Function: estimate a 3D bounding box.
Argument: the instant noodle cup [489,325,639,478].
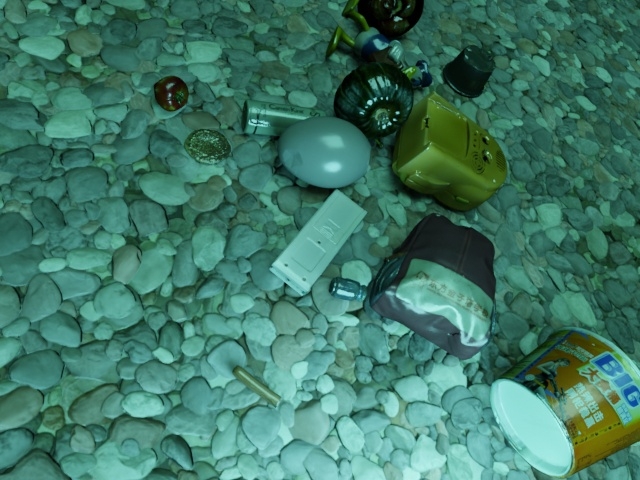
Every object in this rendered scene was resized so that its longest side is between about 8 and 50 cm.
[{"bbox_3d":[0.530,0.359,1.093,0.213,0.296,0.297,-21,73,-20],"label":"instant noodle cup"}]

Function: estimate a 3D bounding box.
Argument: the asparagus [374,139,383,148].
[{"bbox_3d":[0.136,-0.311,1.441,0.015,0.018,0.127,-42,82,-6],"label":"asparagus"}]

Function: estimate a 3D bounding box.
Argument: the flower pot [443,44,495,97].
[{"bbox_3d":[0.500,-0.565,1.657,0.157,0.107,0.158,9,63,-17],"label":"flower pot"}]

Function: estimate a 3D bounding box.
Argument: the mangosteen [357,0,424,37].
[{"bbox_3d":[0.221,-0.738,1.568,0.211,0.211,0.250,21,25,-9],"label":"mangosteen"}]

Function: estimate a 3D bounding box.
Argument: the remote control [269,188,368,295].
[{"bbox_3d":[0.000,0.000,1.207,0.103,0.055,0.277,38,59,2],"label":"remote control"}]

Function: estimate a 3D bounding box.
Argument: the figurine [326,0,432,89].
[{"bbox_3d":[0.211,-0.548,1.498,0.338,0.205,0.284,20,32,-24],"label":"figurine"}]

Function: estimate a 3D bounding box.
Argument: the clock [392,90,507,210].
[{"bbox_3d":[0.368,-0.224,1.392,0.316,0.200,0.244,23,61,-17],"label":"clock"}]

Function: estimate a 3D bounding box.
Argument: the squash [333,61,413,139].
[{"bbox_3d":[0.142,-0.370,1.344,0.218,0.218,0.173,-9,74,-24],"label":"squash"}]

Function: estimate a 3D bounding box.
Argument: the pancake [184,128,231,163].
[{"bbox_3d":[-0.280,-0.236,1.251,0.114,0.011,0.115,9,61,-16],"label":"pancake"}]

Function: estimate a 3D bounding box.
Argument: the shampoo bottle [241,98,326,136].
[{"bbox_3d":[-0.072,-0.313,1.326,0.262,0.085,0.085,2,63,-20],"label":"shampoo bottle"}]

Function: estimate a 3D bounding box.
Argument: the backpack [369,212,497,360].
[{"bbox_3d":[0.285,0.086,1.187,0.283,0.197,0.317,30,53,-2],"label":"backpack"}]

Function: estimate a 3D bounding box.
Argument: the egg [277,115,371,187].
[{"bbox_3d":[0.007,-0.221,1.252,0.231,0.176,0.176,9,61,-13],"label":"egg"}]

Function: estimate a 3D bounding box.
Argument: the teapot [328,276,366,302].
[{"bbox_3d":[0.062,0.115,1.180,0.083,0.063,0.049,17,91,-15],"label":"teapot"}]

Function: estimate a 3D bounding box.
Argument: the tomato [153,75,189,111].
[{"bbox_3d":[-0.372,-0.367,1.247,0.075,0.087,0.087,27,53,29],"label":"tomato"}]

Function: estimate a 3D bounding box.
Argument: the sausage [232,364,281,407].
[{"bbox_3d":[-0.130,0.296,1.022,0.116,0.026,0.026,37,57,2],"label":"sausage"}]
